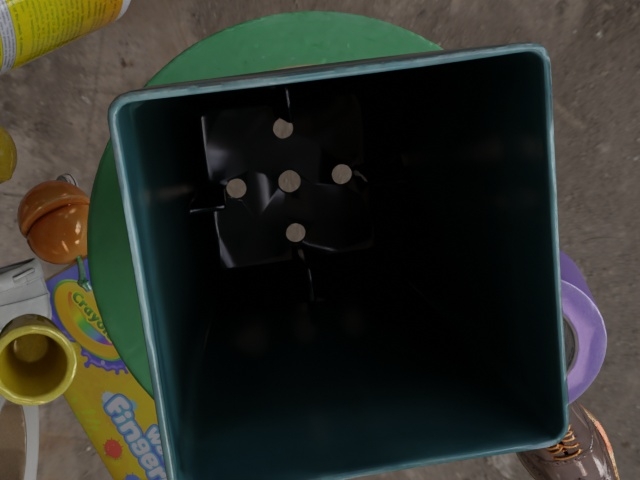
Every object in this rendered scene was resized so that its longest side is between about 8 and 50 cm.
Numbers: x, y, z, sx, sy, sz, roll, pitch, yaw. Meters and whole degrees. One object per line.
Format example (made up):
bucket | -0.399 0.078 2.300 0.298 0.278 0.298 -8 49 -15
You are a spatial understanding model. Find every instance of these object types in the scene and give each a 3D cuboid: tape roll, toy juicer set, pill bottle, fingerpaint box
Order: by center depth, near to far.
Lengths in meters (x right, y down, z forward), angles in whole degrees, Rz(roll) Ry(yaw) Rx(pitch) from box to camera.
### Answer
tape roll | 0.000 0.000 0.696 0.321 0.077 0.321 1 78 -5
toy juicer set | -0.323 -0.008 0.738 0.329 0.089 0.209 19 97 -22
pill bottle | -0.234 -0.208 0.778 0.215 0.117 0.117 -37 89 -36
tape roll | 0.196 0.094 1.021 0.189 0.080 0.189 -1 120 -1
fingerpaint box | -0.190 0.193 1.417 0.163 0.371 0.445 -28 96 21
tape roll | -0.528 0.350 1.543 0.072 0.392 0.392 0 88 -2

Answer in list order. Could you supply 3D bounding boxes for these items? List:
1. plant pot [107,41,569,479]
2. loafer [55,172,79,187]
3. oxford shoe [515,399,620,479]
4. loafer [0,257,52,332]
plant pot | -0.004 -0.012 0.485 0.165 0.234 0.165 -8 105 -7
loafer | -0.373 -0.033 1.407 0.045 0.039 0.125 8 100 26
oxford shoe | 0.320 0.269 1.377 0.130 0.133 0.363 -31 99 13
loafer | -0.441 0.067 1.084 0.112 0.319 0.111 -4 87 32
